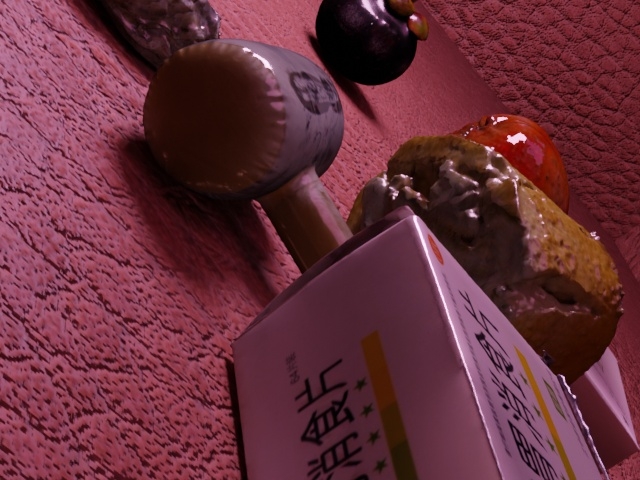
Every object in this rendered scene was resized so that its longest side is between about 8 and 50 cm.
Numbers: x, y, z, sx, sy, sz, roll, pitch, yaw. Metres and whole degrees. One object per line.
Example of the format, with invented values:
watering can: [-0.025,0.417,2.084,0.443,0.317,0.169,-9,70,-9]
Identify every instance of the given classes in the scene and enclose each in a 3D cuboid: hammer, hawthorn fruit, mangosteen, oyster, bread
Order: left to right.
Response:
oyster: [-0.125,-0.186,1.033,0.125,0.064,0.177,53,12,12]
hammer: [0.000,0.000,0.927,0.305,0.113,0.202,60,18,4]
mangosteen: [0.070,-0.270,1.652,0.137,0.151,0.137,46,15,-16]
bread: [0.104,0.023,1.031,0.124,0.186,0.257,35,10,-37]
hawthorn fruit: [0.216,-0.047,1.577,0.200,0.179,0.179,65,13,-9]

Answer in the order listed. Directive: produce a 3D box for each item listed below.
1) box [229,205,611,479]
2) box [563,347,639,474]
box: [0.070,0.153,0.690,0.173,0.145,0.333,47,17,-32]
box: [0.211,0.110,1.329,0.203,0.106,0.251,54,15,-7]
